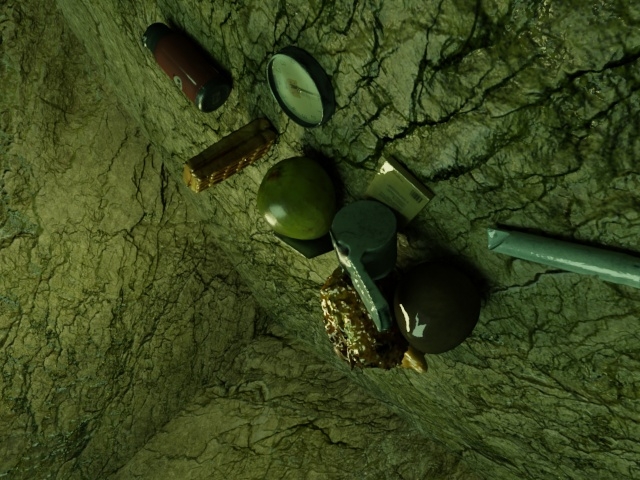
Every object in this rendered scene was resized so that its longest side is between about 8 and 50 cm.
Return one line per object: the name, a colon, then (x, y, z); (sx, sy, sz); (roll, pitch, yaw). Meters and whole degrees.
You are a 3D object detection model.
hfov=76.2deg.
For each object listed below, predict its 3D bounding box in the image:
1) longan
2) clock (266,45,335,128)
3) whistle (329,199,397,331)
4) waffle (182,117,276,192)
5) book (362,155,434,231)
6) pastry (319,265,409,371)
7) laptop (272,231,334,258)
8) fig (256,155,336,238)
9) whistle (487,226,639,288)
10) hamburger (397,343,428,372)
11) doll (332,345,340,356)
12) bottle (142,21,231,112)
longan: (0.326, 0.188, 1.165); (0.258, 0.258, 0.258); (38, 157, 20)
clock: (-0.057, -0.410, 1.116); (0.226, 0.049, 0.226); (40, 158, 20)
whistle: (0.122, 0.059, 1.174); (0.189, 0.404, 0.168); (2, 143, 12)
waffle: (-0.321, -0.290, 1.427); (0.098, 0.328, 0.224); (53, 159, -4)
book: (0.211, -0.122, 1.149); (0.161, 0.026, 0.231); (44, 159, 7)
pastry: (0.174, 0.260, 1.373); (0.293, 0.337, 0.405); (-8, 164, 29)
laptop: (-0.022, -0.009, 1.495); (0.188, 0.269, 0.015); (33, 121, 29)
fig: (-0.065, -0.119, 1.368); (0.258, 0.258, 0.326); (28, 162, 39)
whistle: (0.493, 0.028, 0.847); (0.312, 0.062, 0.062); (20, 146, 49)
hamburger: (0.326, 0.405, 1.639); (0.303, 0.186, 0.260); (24, 150, 39)
doll: (0.196, 0.438, 1.854); (0.284, 0.268, 0.216); (36, 136, 22)
bottle: (-0.469, -0.606, 1.406); (0.336, 0.144, 0.144); (46, 158, 3)
